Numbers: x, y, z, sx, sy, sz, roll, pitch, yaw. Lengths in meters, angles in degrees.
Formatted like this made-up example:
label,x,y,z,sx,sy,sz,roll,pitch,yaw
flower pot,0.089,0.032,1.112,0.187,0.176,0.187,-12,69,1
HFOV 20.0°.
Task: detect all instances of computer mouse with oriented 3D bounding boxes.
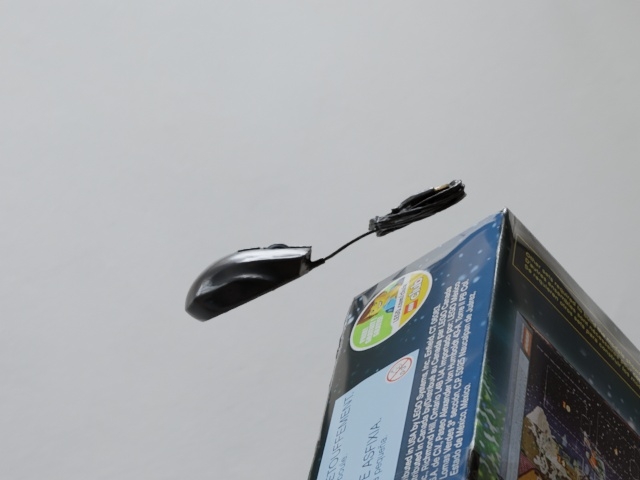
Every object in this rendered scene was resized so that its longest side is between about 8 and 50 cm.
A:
label,x,y,z,sx,sy,sz,roll,pitch,yaw
computer mouse,0.000,0.000,1.427,0.242,0.071,0.041,-25,-90,2

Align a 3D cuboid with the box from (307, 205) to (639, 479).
label,x,y,z,sx,sy,sz,roll,pitch,yaw
box,0.085,0.124,0.346,0.233,0.044,0.159,46,-150,-20
